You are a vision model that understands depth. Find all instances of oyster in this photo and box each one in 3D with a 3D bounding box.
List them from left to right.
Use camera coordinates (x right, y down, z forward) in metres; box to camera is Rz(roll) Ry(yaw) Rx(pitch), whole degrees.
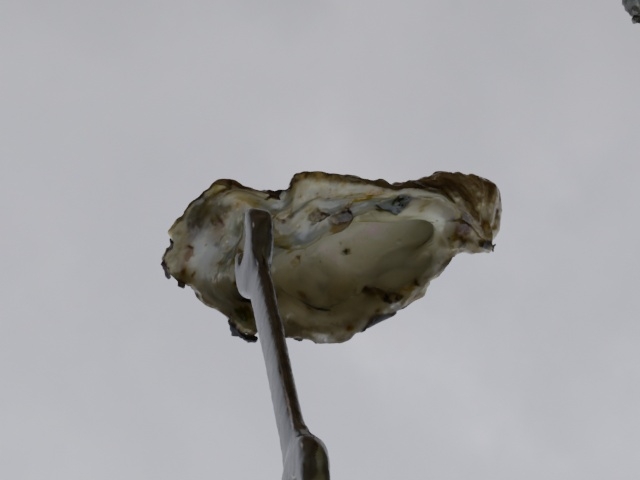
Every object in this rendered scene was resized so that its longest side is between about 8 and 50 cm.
[{"bbox_3d":[0.001,-0.007,1.129,0.294,0.166,0.094,12,-150,-41],"label":"oyster"}]

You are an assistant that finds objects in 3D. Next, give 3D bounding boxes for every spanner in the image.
[{"bbox_3d":[-0.022,0.058,0.731,0.015,0.054,0.254,7,-153,-13],"label":"spanner"}]

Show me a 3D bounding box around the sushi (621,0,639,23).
[{"bbox_3d":[0.357,-0.221,1.345,0.150,0.090,0.078,15,-179,35],"label":"sushi"}]
